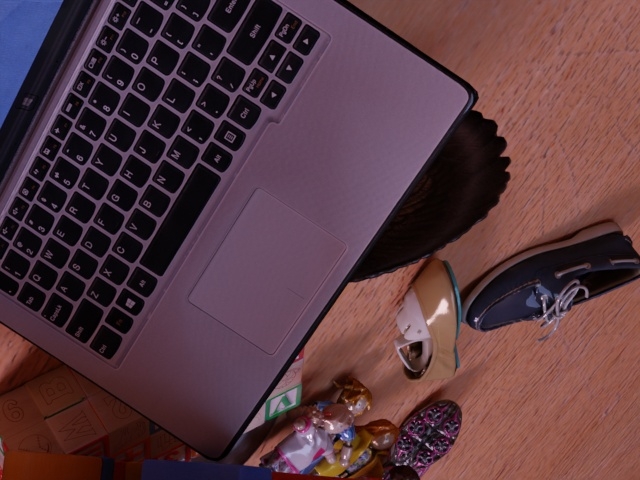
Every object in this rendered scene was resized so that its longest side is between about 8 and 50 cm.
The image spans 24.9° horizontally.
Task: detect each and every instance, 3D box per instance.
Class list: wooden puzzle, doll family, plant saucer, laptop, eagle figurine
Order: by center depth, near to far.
[{"bbox_3d":[-0.183,-0.028,0.953,0.382,0.408,0.236,-56,-179,30],"label":"laptop"},{"bbox_3d":[-0.119,0.218,1.203,0.322,0.081,0.348,-1,173,31],"label":"wooden puzzle"},{"bbox_3d":[0.001,-0.011,1.227,0.298,0.226,0.225,-2,115,-40],"label":"eagle figurine"},{"bbox_3d":[-0.109,0.213,1.559,0.168,0.029,0.168,-41,157,-22],"label":"plant saucer"},{"bbox_3d":[0.012,0.246,1.701,0.163,0.118,0.263,-43,135,-1],"label":"doll family"}]

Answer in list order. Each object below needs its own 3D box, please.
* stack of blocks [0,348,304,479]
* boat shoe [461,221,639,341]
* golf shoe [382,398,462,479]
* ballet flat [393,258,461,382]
[{"bbox_3d":[-0.164,0.168,1.398,0.297,0.087,0.171,-25,149,-21],"label":"stack of blocks"},{"bbox_3d":[0.283,0.058,1.747,0.254,0.079,0.095,-20,147,-30],"label":"boat shoe"},{"bbox_3d":[0.124,0.276,1.917,0.186,0.067,0.086,-54,179,19],"label":"golf shoe"},{"bbox_3d":[0.119,0.102,1.637,0.073,0.080,0.232,-18,147,-5],"label":"ballet flat"}]
